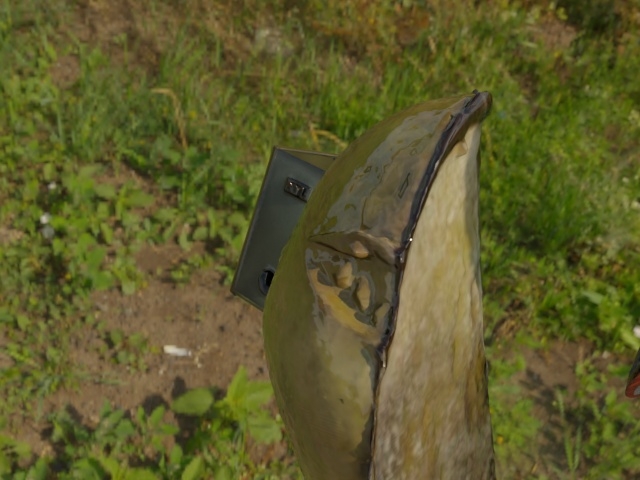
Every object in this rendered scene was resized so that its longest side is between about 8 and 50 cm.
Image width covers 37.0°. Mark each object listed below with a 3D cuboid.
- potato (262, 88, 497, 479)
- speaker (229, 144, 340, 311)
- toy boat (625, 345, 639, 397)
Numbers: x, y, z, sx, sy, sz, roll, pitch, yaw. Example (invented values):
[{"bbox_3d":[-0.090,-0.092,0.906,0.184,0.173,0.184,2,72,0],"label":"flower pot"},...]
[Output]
[{"bbox_3d":[0.014,0.069,0.412,0.100,0.261,0.120,12,33,34],"label":"potato"},{"bbox_3d":[0.000,0.000,1.383,0.153,0.230,0.193,29,18,37],"label":"speaker"},{"bbox_3d":[0.432,0.177,0.966,0.072,0.219,0.318,22,30,-30],"label":"toy boat"}]
